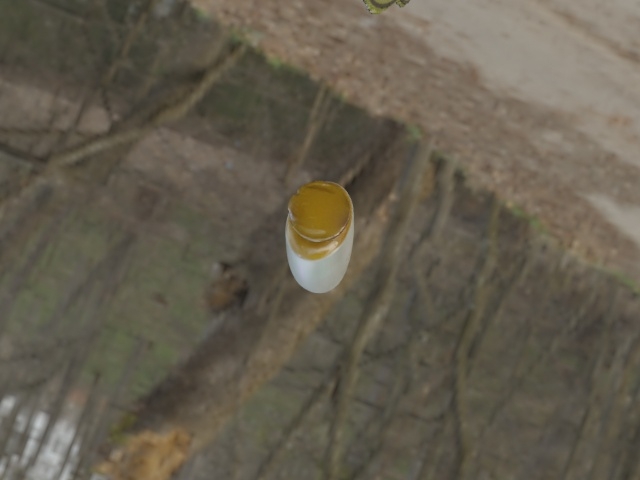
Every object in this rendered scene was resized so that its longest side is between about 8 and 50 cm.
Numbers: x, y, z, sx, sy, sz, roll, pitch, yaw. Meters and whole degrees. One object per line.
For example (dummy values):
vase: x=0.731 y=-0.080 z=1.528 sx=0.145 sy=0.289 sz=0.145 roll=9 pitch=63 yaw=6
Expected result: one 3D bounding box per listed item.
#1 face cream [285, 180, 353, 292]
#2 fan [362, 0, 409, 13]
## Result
face cream: x=0.000 y=0.000 z=1.232 sx=0.051 sy=0.072 sz=0.182 roll=21 pitch=167 yaw=6
fan: x=0.085 y=-0.312 z=1.184 sx=0.011 sy=0.229 sz=0.335 roll=22 pitch=139 yaw=16
